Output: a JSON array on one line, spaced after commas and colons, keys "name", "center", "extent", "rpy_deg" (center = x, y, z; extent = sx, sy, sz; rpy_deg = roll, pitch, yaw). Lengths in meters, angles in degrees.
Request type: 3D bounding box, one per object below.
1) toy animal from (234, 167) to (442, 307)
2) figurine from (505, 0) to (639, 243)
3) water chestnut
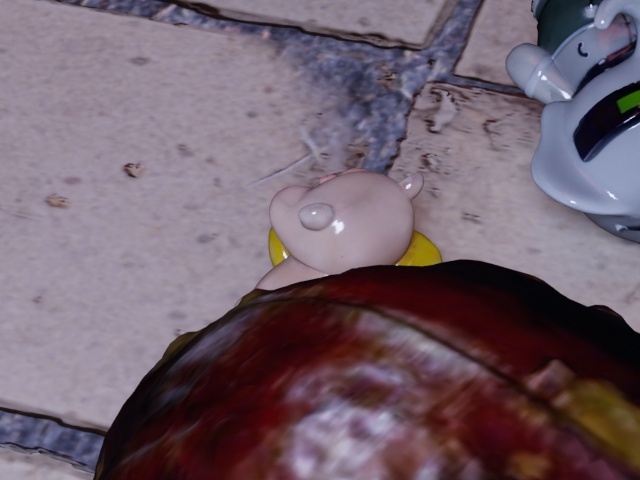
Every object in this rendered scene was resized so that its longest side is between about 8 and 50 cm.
[{"name": "toy animal", "center": [0.000, 0.000, 0.963], "extent": [0.114, 0.082, 0.091], "rpy_deg": [-34, 50, -24]}, {"name": "figurine", "center": [0.169, -0.065, 0.989], "extent": [0.147, 0.126, 0.192], "rpy_deg": [-1, 54, -22]}, {"name": "water chestnut", "center": [0.061, 0.143, 0.641], "extent": [0.335, 0.335, 0.347], "rpy_deg": [30, 58, 31]}]
